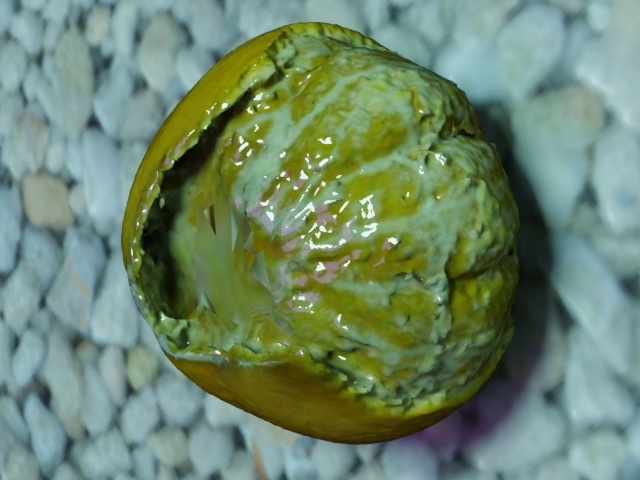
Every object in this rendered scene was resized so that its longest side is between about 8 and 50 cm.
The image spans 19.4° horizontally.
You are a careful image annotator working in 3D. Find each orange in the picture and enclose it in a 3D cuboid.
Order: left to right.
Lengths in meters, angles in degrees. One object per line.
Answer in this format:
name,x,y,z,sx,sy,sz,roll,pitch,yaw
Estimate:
orange,0.000,0.000,0.683,0.156,0.134,0.157,27,127,42
